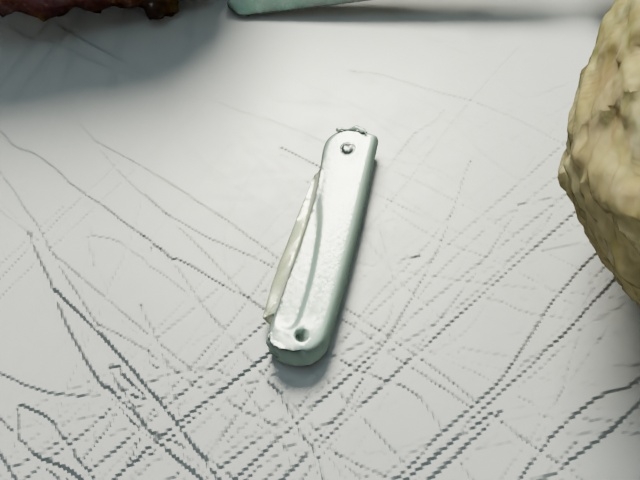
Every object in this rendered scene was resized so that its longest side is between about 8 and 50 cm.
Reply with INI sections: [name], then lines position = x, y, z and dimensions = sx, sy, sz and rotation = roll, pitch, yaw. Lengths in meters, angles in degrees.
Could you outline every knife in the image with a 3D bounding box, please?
[knife]
position = 0.000, 0.000, 0.539
dimensions = 0.044, 0.023, 0.162
rotation = 8, 61, 14

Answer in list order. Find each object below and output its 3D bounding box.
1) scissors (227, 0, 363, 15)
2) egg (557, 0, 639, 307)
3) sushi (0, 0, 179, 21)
[scissors]
position = 0.147, -0.206, 0.608
dimensions = 0.447, 0.193, 0.029
rotation = -8, 14, 13
[egg]
position = 0.255, -0.057, 0.418
dimensions = 0.310, 0.279, 0.279
rotation = -20, 55, -39
[sushi]
position = -0.182, -0.294, 0.623
dimensions = 0.270, 0.171, 0.236
rotation = -4, 65, -10
